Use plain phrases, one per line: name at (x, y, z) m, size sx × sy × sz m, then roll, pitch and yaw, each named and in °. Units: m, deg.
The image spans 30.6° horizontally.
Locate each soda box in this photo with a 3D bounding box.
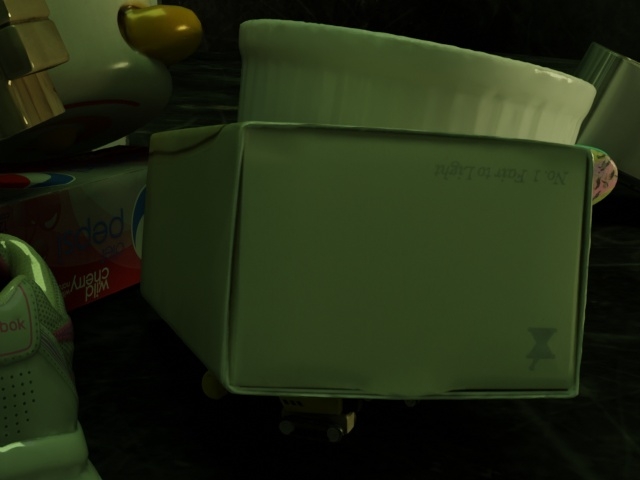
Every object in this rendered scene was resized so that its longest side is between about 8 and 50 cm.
soda box at (-0.175, -0.009, 0.811) m, size 0.092 × 0.084 × 0.263 m, roll 6°, pitch 13°, yaw 25°

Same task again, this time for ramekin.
ramekin at (0.063, -0.078, 0.909) m, size 0.277 × 0.135 × 0.277 m, roll 11°, pitch 6°, yaw -1°

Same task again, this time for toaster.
toaster at (0.303, -0.108, 1.119) m, size 0.185 × 0.110 × 0.168 m, roll 26°, pitch 14°, yaw 1°

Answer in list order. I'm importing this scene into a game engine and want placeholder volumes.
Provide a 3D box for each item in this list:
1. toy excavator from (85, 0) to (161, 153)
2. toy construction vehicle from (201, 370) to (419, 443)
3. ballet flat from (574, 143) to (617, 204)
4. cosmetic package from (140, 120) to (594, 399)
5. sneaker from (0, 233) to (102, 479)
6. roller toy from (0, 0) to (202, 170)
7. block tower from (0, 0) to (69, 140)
toy excavator at (-0.354, -0.151, 1.021) m, size 0.222 × 0.433 × 0.445 m, roll 5°, pitch -14°, yaw 17°
toy construction vehicle at (-0.001, 0.070, 0.604) m, size 0.098 × 0.035 × 0.086 m, roll 6°, pitch 14°, yaw 20°
ballet flat at (0.151, -0.042, 1.050) m, size 0.221 × 0.077 × 0.079 m, roll 2°, pitch 31°, yaw 21°
cosmetic package at (0.000, 0.000, 0.620) m, size 0.160 × 0.113 × 0.309 m, roll 3°, pitch 2°, yaw -16°
sneaker at (-0.172, 0.039, 0.547) m, size 0.103 × 0.111 × 0.252 m, roll -8°, pitch 16°, yaw -35°
roller toy at (-0.211, -0.134, 0.866) m, size 0.209 × 0.146 × 0.191 m, roll -13°, pitch -7°, yaw -34°
block tower at (-0.319, -0.057, 0.712) m, size 0.335 × 0.091 × 0.097 m, roll -22°, pitch 10°, yaw 6°
